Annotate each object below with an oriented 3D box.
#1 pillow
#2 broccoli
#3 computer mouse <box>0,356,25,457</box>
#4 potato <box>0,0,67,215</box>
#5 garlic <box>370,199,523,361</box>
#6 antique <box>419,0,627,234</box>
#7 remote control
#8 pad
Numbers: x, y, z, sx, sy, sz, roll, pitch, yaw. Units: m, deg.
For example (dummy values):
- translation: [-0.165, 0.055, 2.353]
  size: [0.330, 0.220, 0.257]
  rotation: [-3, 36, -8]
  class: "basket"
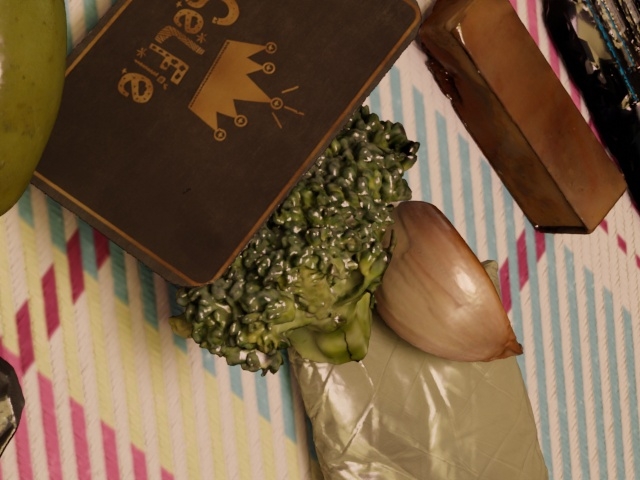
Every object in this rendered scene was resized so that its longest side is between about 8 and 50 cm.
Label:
- translation: [0.109, 0.188, 1.590]
  size: [0.280, 0.076, 0.274]
  rotation: [-17, 93, -28]
  class: "pillow"
- translation: [-0.021, 0.010, 1.434]
  size: [0.288, 0.248, 0.245]
  rotation: [-21, 136, -12]
  class: "broccoli"
- translation: [-0.364, 0.181, 1.280]
  size: [0.231, 0.071, 0.126]
  rotation: [-38, 99, -17]
  class: "computer mouse"
- translation: [-0.310, -0.165, 1.217]
  size: [0.216, 0.216, 0.304]
  rotation: [-8, 88, -33]
  class: "potato"
- translation: [0.119, 0.055, 1.525]
  size: [0.115, 0.128, 0.207]
  rotation: [-35, 80, -11]
  class: "garlic"
- translation: [0.220, -0.146, 1.636]
  size: [0.087, 0.093, 0.310]
  rotation: [-48, 116, -22]
  class: "antique"
- translation: [0.396, -0.164, 1.771]
  size: [0.144, 0.062, 0.399]
  rotation: [-43, 114, -25]
  class: "remote control"
- translation: [-0.119, -0.179, 1.329]
  size: [0.315, 0.063, 0.375]
  rotation: [34, 70, 9]
  class: "pad"
